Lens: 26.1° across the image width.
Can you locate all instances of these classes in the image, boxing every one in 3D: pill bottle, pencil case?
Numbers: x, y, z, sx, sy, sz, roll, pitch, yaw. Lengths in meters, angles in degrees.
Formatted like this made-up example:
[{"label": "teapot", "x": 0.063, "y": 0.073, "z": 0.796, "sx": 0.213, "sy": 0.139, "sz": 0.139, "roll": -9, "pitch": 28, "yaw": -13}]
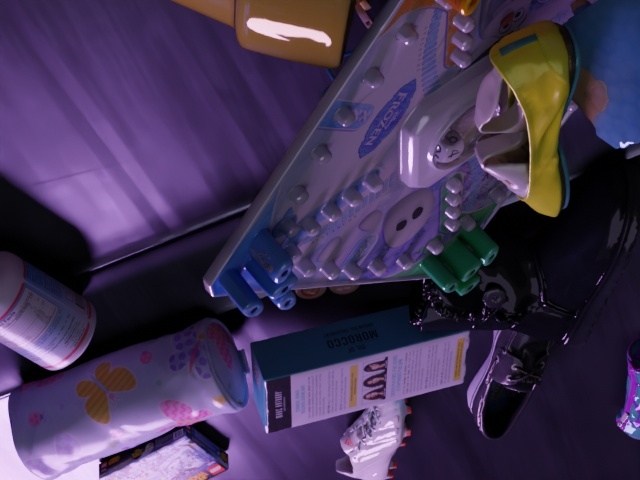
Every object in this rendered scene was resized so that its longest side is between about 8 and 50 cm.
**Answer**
[{"label": "pill bottle", "x": -0.320, "y": 0.066, "z": 1.449, "sx": 0.087, "sy": 0.087, "sz": 0.160, "roll": -33, "pitch": 131, "yaw": 23}, {"label": "pencil case", "x": -0.217, "y": 0.182, "z": 1.569, "sx": 0.273, "sy": 0.113, "sz": 0.124, "roll": -22, "pitch": 154, "yaw": 13}, {"label": "pencil case", "x": 0.406, "y": 0.186, "z": 1.717, "sx": 0.070, "sy": 0.064, "sz": 0.152, "roll": -20, "pitch": 137, "yaw": -13}]

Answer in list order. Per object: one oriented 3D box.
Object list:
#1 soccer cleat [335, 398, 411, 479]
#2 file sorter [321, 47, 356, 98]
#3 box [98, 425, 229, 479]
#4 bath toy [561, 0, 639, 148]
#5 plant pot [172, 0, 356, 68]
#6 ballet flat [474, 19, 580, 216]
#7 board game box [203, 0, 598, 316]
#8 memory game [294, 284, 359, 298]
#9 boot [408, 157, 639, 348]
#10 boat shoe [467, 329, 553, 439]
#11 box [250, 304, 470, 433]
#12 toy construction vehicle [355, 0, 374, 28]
[{"label": "soccer cleat", "x": 0.065, "y": 0.240, "z": 1.714, "sx": 0.076, "sy": 0.068, "sz": 0.196, "roll": 2, "pitch": 138, "yaw": -8}, {"label": "file sorter", "x": 0.061, "y": -0.095, "z": 1.309, "sx": 0.118, "sy": 0.104, "sz": 0.170, "roll": -20, "pitch": 147, "yaw": -23}, {"label": "box", "x": -0.197, "y": 0.284, "z": 1.739, "sx": 0.137, "sy": 0.027, "sz": 0.094, "roll": -28, "pitch": 132, "yaw": 18}, {"label": "bath toy", "x": 0.354, "y": -0.204, "z": 1.162, "sx": 0.348, "sy": 0.129, "sz": 0.151, "roll": -30, "pitch": -177, "yaw": -26}, {"label": "plant pot", "x": -0.075, "y": -0.274, "z": 1.044, "sx": 0.239, "sy": 0.254, "sz": 0.254, "roll": 11, "pitch": 135, "yaw": 1}, {"label": "ballet flat", "x": 0.165, "y": -0.092, "z": 1.138, "sx": 0.077, "sy": 0.077, "sz": 0.231, "roll": -16, "pitch": 147, "yaw": -5}, {"label": "board game box", "x": 0.128, "y": -0.093, "z": 1.209, "sx": 0.390, "sy": 0.050, "sz": 0.390, "roll": -2, "pitch": 133, "yaw": -53}, {"label": "memory game", "x": 0.000, "y": 0.000, "z": 1.491, "sx": 0.186, "sy": 0.012, "sz": 0.186, "roll": -5, "pitch": 136, "yaw": -5}, {"label": "boot", "x": 0.213, "y": 0.010, "z": 1.478, "sx": 0.207, "sy": 0.094, "sz": 0.246, "roll": 8, "pitch": 126, "yaw": -11}, {"label": "boat shoe", "x": 0.232, "y": 0.154, "z": 1.645, "sx": 0.080, "sy": 0.076, "sz": 0.228, "roll": 7, "pitch": 134, "yaw": -17}, {"label": "box", "x": 0.045, "y": 0.140, "z": 1.579, "sx": 0.244, "sy": 0.060, "sz": 0.100, "roll": -13, "pitch": 137, "yaw": -12}, {"label": "toy construction vehicle", "x": 0.007, "y": -0.206, "z": 1.262, "sx": 0.086, "sy": 0.035, "sz": 0.098, "roll": -26, "pitch": 134, "yaw": 16}]
